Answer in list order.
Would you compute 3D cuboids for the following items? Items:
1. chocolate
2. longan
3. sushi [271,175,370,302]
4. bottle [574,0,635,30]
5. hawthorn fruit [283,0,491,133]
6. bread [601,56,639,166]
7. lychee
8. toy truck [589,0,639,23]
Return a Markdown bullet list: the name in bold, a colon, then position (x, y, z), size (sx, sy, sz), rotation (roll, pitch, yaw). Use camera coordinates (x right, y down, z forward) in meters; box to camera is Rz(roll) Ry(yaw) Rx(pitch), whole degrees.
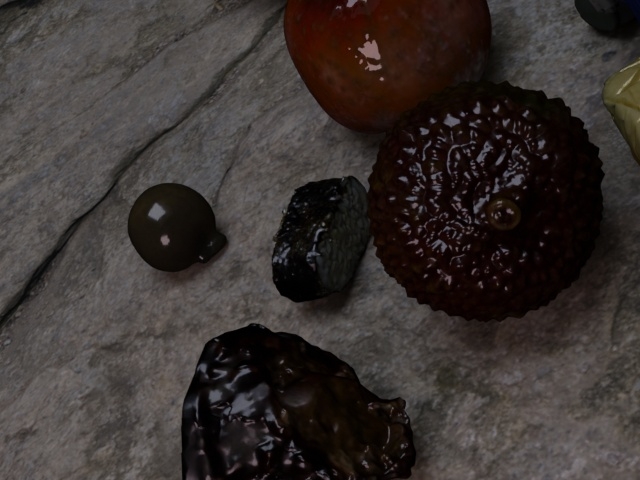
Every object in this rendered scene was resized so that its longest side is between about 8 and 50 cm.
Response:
- **chocolate**: position (-0.003, 0.179, 1.387), size (0.177, 0.206, 0.224), rotation (-4, 44, 22)
- **longan**: position (-0.170, -0.012, 1.790), size (0.119, 0.106, 0.106), rotation (26, 63, 4)
- **sushi**: position (0.000, 0.000, 1.642), size (0.078, 0.090, 0.150), rotation (-5, 47, 30)
- **bottle**: position (0.377, -0.341, 1.700), size (0.253, 0.079, 0.096), rotation (-51, 2, -16)
- **hawthorn fruit**: position (0.069, -0.253, 1.739), size (0.231, 0.263, 0.235), rotation (-31, 5, -26)
- **bread**: position (0.372, -0.098, 1.432), size (0.140, 0.106, 0.236), rotation (-38, 38, 3)
- **lychee**: position (0.155, -0.041, 1.460), size (0.236, 0.236, 0.271), rotation (-37, 16, 1)
- **toy truck**: position (0.397, -0.288, 1.568), size (0.213, 0.161, 0.177), rotation (-46, 33, -10)
